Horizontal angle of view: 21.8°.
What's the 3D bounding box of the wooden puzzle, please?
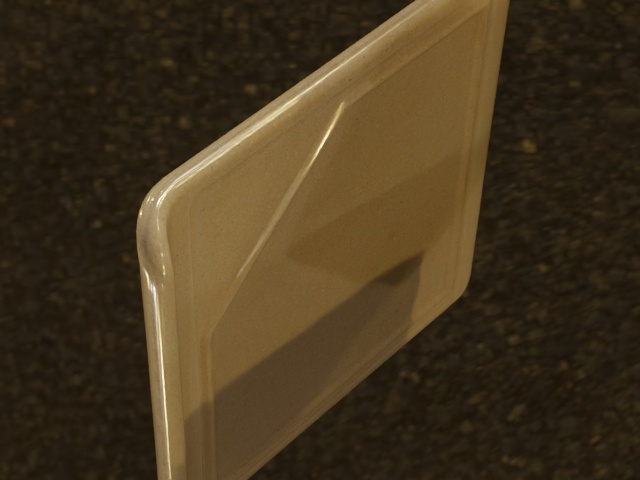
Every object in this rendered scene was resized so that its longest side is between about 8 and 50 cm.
[{"bbox_3d":[0.000,0.000,0.718,0.044,0.238,0.221,31,144,23],"label":"wooden puzzle"}]
